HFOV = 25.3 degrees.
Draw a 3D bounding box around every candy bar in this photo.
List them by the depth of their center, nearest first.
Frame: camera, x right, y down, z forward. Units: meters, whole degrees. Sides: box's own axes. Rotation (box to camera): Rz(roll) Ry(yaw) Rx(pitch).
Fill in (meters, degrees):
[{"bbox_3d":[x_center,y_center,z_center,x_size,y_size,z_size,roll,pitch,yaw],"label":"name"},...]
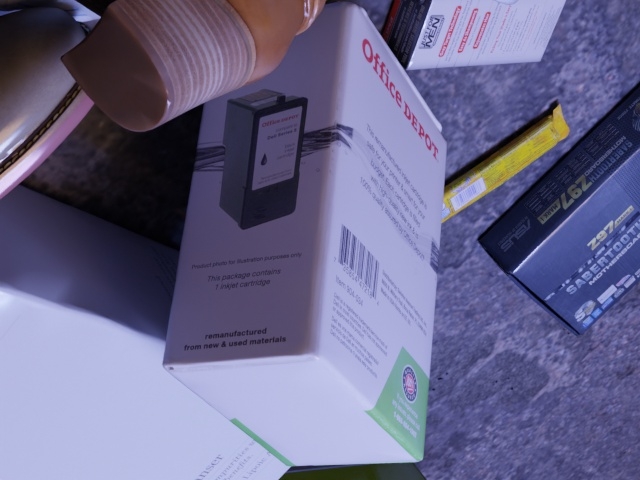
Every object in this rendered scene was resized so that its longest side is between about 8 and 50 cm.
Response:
[{"bbox_3d":[0.158,-0.066,1.284,0.161,0.018,0.040,-34,138,-6],"label":"candy bar"}]

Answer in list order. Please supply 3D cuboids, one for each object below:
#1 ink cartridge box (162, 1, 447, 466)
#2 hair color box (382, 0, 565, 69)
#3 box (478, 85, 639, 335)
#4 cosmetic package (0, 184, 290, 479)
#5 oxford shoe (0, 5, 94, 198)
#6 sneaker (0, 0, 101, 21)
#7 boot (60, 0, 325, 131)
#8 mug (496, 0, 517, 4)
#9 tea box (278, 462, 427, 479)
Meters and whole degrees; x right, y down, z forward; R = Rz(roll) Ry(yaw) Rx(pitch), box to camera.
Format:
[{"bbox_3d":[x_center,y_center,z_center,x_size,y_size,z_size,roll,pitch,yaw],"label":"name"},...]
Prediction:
[{"bbox_3d":[0.000,0.000,1.016,0.115,0.272,0.198,-7,150,24],"label":"ink cartridge box"},{"bbox_3d":[0.122,-0.177,1.123,0.141,0.043,0.072,-8,133,-35],"label":"hair color box"},{"bbox_3d":[0.287,-0.028,1.392,0.233,0.059,0.183,-45,141,6],"label":"box"},{"bbox_3d":[-0.186,0.106,1.066,0.217,0.156,0.385,-49,142,16],"label":"cosmetic package"},{"bbox_3d":[-0.293,-0.061,0.828,0.348,0.123,0.130,-28,137,-7],"label":"oxford shoe"},{"bbox_3d":[-0.134,-0.173,0.916,0.191,0.071,0.083,-3,155,-41],"label":"sneaker"},{"bbox_3d":[-0.104,-0.220,0.828,0.109,0.283,0.220,-32,-172,43],"label":"boot"},{"bbox_3d":[0.033,-0.355,0.726,0.374,0.276,0.328,27,106,-17],"label":"mug"},{"bbox_3d":[-0.010,0.376,1.342,0.329,0.323,0.220,2,126,-39],"label":"tea box"}]
